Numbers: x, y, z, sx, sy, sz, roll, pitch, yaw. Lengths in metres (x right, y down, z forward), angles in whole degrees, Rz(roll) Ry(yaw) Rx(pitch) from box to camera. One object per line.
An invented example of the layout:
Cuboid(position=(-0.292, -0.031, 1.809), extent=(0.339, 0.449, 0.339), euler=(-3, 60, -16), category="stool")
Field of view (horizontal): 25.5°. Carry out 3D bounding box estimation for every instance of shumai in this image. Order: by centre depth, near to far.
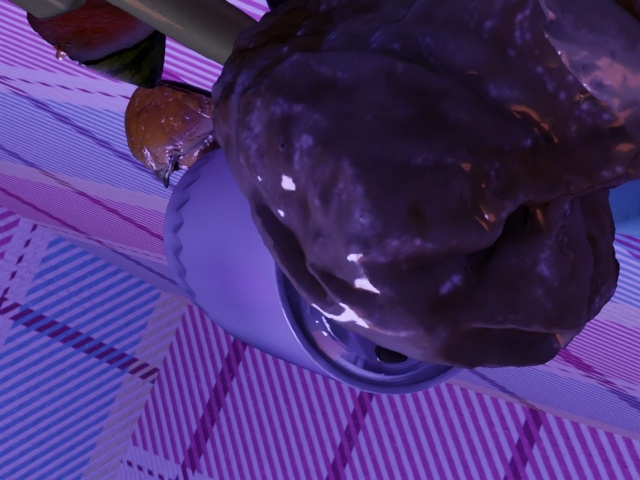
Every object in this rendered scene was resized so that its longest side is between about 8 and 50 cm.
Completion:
Cuboid(position=(0.097, -0.120, 0.785), extent=(0.267, 0.262, 0.314), euler=(16, -143, -22), category="shumai")

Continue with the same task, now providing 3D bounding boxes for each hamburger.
Cuboid(position=(-0.172, -0.118, 1.556), extent=(0.176, 0.102, 0.087), euler=(11, 153, 50), category="hamburger")

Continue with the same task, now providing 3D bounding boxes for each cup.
Cuboid(position=(0.000, 0.000, 1.381), extent=(0.253, 0.253, 0.371), euler=(27, 171, -27), category="cup")

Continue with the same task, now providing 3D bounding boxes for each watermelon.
Cuboid(position=(-0.192, -0.177, 1.200), extent=(0.119, 0.063, 0.245), euler=(3, -154, -26), category="watermelon")

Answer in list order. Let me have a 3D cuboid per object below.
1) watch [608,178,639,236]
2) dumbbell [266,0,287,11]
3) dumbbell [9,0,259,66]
Cuboid(position=(0.203, -0.067, 1.101), extent=(0.195, 0.068, 0.237), euler=(21, 169, 14), category="watch")
Cuboid(position=(-0.014, -0.185, 0.943), extent=(0.069, 0.069, 0.147), euler=(18, 169, 21), category="dumbbell")
Cuboid(position=(-0.106, -0.176, 1.077), extent=(0.302, 0.121, 0.108), euler=(28, 139, -27), category="dumbbell")
